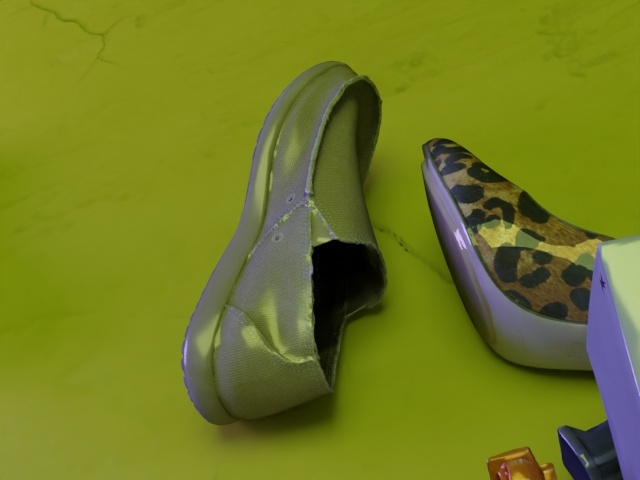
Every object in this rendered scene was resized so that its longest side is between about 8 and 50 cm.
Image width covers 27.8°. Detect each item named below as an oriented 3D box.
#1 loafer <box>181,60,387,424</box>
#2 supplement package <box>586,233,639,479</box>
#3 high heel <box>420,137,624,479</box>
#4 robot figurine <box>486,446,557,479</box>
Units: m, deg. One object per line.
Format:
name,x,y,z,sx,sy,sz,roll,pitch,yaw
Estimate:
loafer,0.000,0.000,0.811,0.092,0.102,0.269,6,57,21
supplement package,0.238,0.091,0.555,0.203,0.149,0.194,-12,67,5
high heel,0.177,0.008,0.742,0.186,0.093,0.261,-23,54,-5
robot figurine,0.063,0.235,0.551,0.211,0.085,0.291,-14,43,5
